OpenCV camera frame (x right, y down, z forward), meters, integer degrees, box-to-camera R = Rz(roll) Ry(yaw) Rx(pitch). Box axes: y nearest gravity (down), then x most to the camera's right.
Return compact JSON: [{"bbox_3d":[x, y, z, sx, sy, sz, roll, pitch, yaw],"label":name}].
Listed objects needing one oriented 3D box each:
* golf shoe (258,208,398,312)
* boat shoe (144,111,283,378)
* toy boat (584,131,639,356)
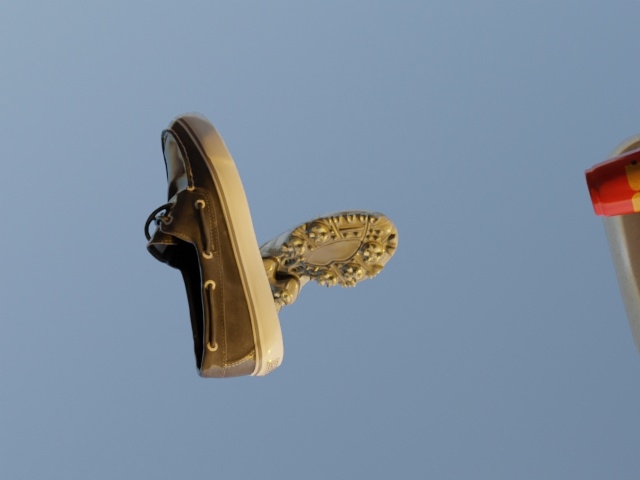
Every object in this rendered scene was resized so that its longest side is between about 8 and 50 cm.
[{"bbox_3d":[0.000,0.000,0.939,0.176,0.069,0.086,-21,-155,41],"label":"golf shoe"},{"bbox_3d":[-0.098,0.003,0.880,0.076,0.080,0.228,-10,-108,-24],"label":"boat shoe"},{"bbox_3d":[0.343,-0.007,1.053,0.148,0.318,0.267,-15,-117,15],"label":"toy boat"}]
